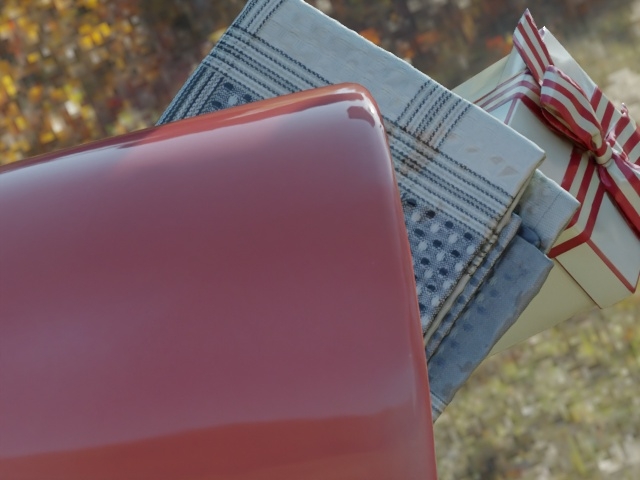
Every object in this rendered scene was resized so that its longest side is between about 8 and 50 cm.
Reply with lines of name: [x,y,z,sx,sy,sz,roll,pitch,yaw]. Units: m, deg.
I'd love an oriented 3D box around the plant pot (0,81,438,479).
plant pot: [-0.090,0.079,0.677,0.243,0.275,0.275,-5,6,-4]

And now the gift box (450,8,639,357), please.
gift box: [0.216,-0.070,1.813,0.258,0.255,0.276,-29,28,39]

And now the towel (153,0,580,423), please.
towel: [0.000,0.000,1.306,0.312,0.324,0.056,-55,-5,-7]
